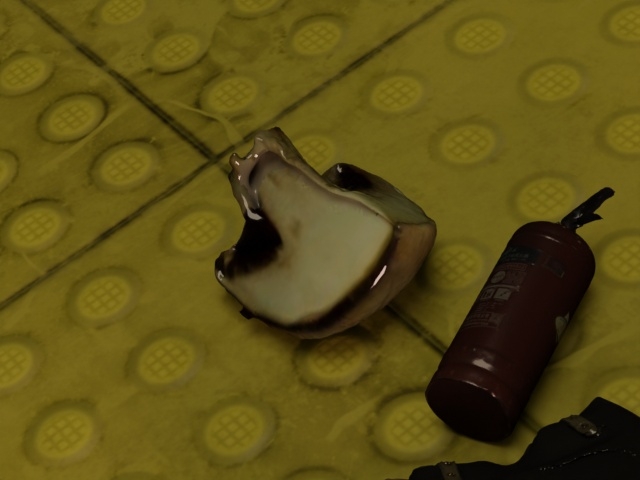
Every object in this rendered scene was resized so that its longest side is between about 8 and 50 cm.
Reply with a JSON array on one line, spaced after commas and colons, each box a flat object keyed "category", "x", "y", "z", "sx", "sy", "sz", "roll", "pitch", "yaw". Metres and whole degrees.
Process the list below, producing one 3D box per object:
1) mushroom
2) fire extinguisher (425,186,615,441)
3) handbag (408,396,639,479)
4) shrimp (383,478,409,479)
[{"category": "mushroom", "x": 0.001, "y": 0.010, "z": 2.161, "sx": 0.292, "sy": 0.212, "sz": 0.217, "roll": 32, "pitch": 107, "yaw": 25}, {"category": "fire extinguisher", "x": 0.252, "y": 0.076, "z": 2.006, "sx": 0.135, "sy": 0.114, "sz": 0.337, "roll": -30, "pitch": 23, "yaw": 54}, {"category": "handbag", "x": 0.253, "y": 0.301, "z": 1.789, "sx": 0.342, "sy": 0.152, "sz": 0.288, "roll": -19, "pitch": 34, "yaw": -6}, {"category": "shrimp", "x": 0.106, "y": 0.336, "z": 1.876, "sx": 0.099, "sy": 0.041, "sz": 0.180, "roll": -12, "pitch": 42, "yaw": -14}]
